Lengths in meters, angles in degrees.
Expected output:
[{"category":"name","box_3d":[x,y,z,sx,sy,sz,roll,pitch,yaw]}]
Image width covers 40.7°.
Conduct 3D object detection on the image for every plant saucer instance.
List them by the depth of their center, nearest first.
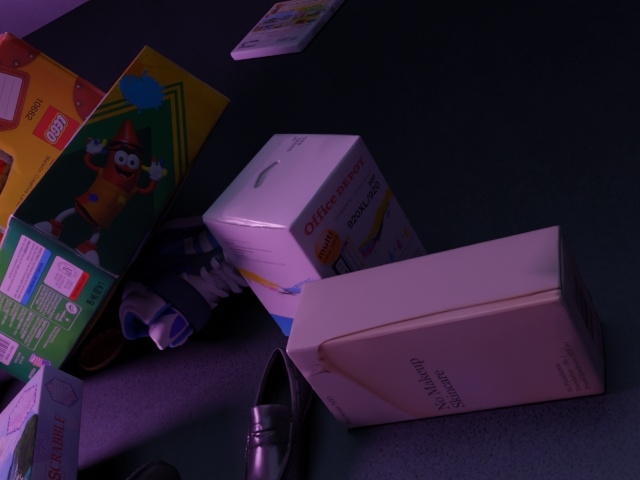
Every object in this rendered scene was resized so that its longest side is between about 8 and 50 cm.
[{"category":"plant saucer","box_3d":[-0.352,0.177,1.398,0.083,0.013,0.083,-21,35,16]}]

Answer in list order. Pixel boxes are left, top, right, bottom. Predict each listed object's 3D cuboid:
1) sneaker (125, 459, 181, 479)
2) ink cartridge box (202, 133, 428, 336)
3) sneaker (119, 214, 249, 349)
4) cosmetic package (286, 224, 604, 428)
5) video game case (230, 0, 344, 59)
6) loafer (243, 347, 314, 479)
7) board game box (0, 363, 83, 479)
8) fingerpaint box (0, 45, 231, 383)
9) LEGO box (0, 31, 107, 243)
[{"category":"sneaker","box_3d":[-0.190,0.392,0.924,0.146,0.123,0.331,3,44,17]},{"category":"ink cartridge box","box_3d":[0.000,0.000,1.133,0.168,0.233,0.171,6,50,44]},{"category":"sneaker","box_3d":[-0.156,0.067,1.283,0.322,0.130,0.236,-9,45,30]},{"category":"cosmetic package","box_3d":[0.138,0.104,0.957,0.309,0.160,0.113,-16,38,26]},{"category":"video game case","box_3d":[-0.076,-0.499,2.014,0.227,0.026,0.206,4,49,44]},{"category":"loafer","box_3d":[-0.058,0.227,1.033,0.076,0.078,0.223,-16,37,24]},{"category":"board game box","box_3d":[-0.418,0.368,1.075,0.319,0.066,0.318,-46,30,17]},{"category":"fingerpaint box","box_3d":[-0.350,-0.019,1.337,0.445,0.163,0.371,-46,15,49]},{"category":"LEGO box","box_3d":[-0.581,-0.086,1.489,0.500,0.193,0.372,-58,19,-1]}]
